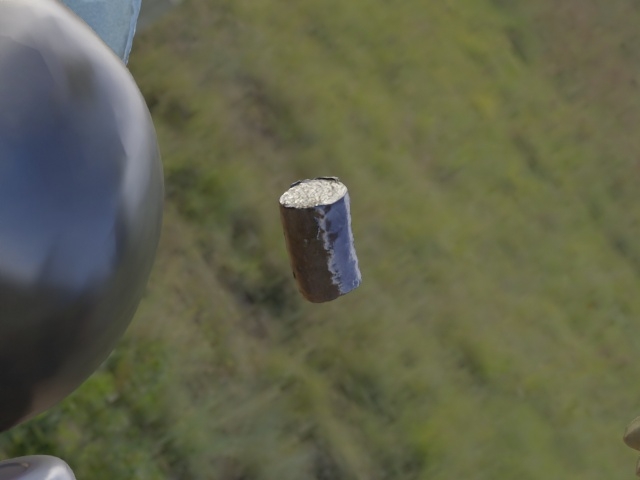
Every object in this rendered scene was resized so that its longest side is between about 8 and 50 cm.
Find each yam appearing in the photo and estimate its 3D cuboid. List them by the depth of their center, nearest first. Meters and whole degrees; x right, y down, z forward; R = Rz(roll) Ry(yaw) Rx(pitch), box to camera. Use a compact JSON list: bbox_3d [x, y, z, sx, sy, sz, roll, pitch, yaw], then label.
[{"bbox_3d":[0.001,0.001,1.812,0.084,0.084,0.127,-99,176,-64],"label":"yam"}]

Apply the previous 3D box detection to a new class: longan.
[{"bbox_3d":[-0.239,-0.016,1.087,0.288,0.350,0.288,12,56,-18],"label":"longan"}]

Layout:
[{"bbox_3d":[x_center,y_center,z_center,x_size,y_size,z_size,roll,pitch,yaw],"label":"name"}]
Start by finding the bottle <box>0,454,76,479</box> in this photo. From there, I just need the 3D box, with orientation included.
[{"bbox_3d":[-0.204,0.274,1.108,0.147,0.147,0.237,-46,120,-78],"label":"bottle"}]

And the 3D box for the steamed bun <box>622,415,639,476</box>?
[{"bbox_3d":[0.423,0.165,1.562,0.189,0.428,0.247,29,11,-7],"label":"steamed bun"}]

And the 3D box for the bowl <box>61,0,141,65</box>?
[{"bbox_3d":[-0.337,-0.246,1.561,0.196,0.435,0.435,8,40,-29],"label":"bowl"}]
